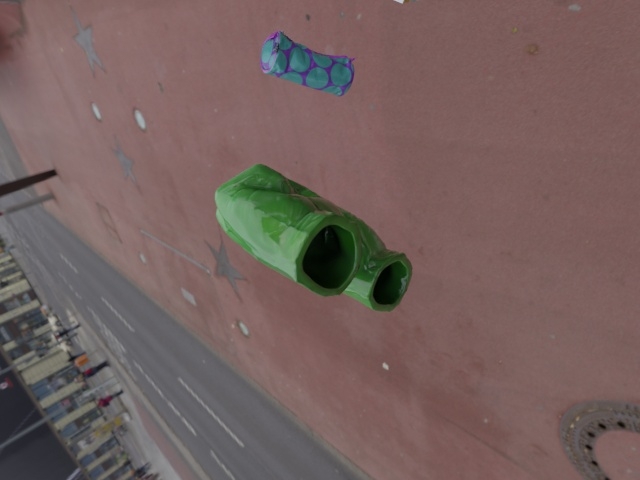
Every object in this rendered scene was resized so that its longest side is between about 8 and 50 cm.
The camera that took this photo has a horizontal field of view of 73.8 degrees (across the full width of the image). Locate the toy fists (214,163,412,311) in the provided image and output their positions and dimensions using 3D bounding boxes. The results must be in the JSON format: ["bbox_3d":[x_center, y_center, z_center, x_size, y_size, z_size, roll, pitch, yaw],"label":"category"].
[{"bbox_3d":[0.000,0.000,0.480,0.142,0.279,0.096,25,90,33],"label":"toy fists"}]

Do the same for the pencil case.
[{"bbox_3d":[-0.020,-0.294,0.713,0.064,0.151,0.070,48,124,55],"label":"pencil case"}]

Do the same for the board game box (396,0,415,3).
[{"bbox_3d":[0.199,-0.561,0.844,0.026,0.103,0.154,32,134,18],"label":"board game box"}]
